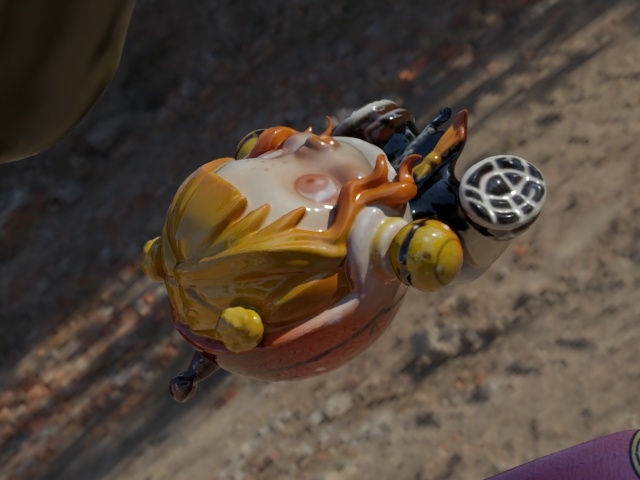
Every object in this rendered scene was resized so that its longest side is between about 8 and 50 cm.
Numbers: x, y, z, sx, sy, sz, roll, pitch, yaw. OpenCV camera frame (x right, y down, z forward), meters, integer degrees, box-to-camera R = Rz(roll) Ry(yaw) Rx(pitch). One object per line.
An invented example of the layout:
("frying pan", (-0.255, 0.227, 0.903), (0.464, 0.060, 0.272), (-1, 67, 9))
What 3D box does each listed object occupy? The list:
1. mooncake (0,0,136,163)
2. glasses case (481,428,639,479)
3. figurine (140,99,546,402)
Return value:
("mooncake", (-0.286, -0.238, 0.738), (0.262, 0.467, 0.467), (-58, 6, 26))
("glasses case", (0.088, 0.208, 0.869), (0.316, 0.076, 0.123), (-29, 56, 25))
("figurine", (0.002, 0.003, 1.278), (0.323, 0.196, 0.320), (-21, 27, -22))
